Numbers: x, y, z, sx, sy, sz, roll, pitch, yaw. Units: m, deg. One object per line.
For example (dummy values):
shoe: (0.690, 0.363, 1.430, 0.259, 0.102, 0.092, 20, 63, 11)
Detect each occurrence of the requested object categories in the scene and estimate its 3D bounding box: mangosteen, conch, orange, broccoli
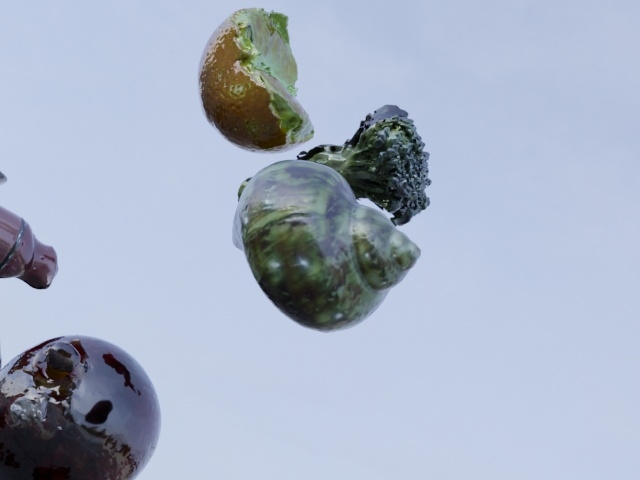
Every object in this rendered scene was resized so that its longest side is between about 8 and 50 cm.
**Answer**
mangosteen: (-0.325, 0.209, 1.145, 0.236, 0.235, 0.261, 24, -45, 19)
conch: (0.002, -0.002, 0.834, 0.181, 0.187, 0.124, 34, -65, 15)
orange: (-0.104, -0.235, 1.394, 0.158, 0.237, 0.179, -24, -26, 24)
broccoli: (0.016, -0.087, 1.314, 0.304, 0.145, 0.165, -9, -45, 27)

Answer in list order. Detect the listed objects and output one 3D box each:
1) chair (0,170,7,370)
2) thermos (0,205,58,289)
chair: (-0.710, 0.066, 1.681, 0.227, 0.400, 0.226, -2, -10, 0)
thermos: (-0.562, -0.025, 1.413, 0.330, 0.109, 0.136, 36, -18, -34)
